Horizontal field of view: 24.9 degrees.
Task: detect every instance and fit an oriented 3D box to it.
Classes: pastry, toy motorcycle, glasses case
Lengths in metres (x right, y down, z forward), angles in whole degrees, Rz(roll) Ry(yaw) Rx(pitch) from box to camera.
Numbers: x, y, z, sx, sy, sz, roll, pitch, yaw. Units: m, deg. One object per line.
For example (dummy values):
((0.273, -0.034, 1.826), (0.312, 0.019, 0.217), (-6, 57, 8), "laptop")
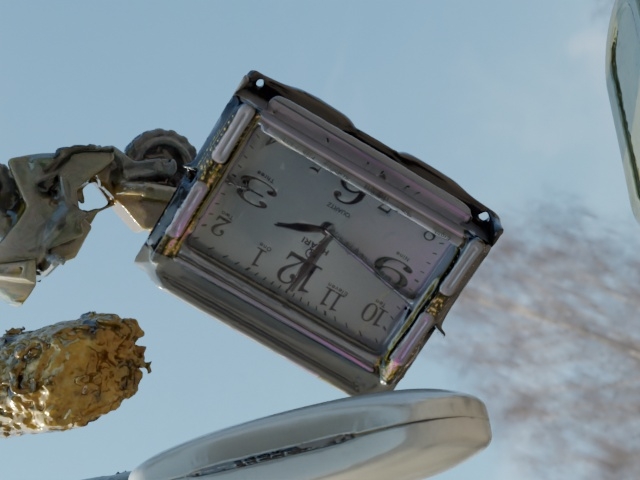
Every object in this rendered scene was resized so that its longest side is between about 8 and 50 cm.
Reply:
((-0.154, 0.074, 0.757), (0.080, 0.140, 0.056), (-37, -76, -40), "pastry")
((-0.203, -0.019, 1.200), (0.229, 0.094, 0.129), (-10, -96, -24), "toy motorcycle")
((-0.010, 0.133, 0.880), (0.092, 0.233, 0.059), (19, -123, -61), "glasses case")

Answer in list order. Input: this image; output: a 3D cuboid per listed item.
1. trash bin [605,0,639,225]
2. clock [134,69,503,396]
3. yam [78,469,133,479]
((0.353, -0.101, 1.083), (0.121, 0.247, 0.243), (96, 177, -48), "trash bin")
((0.000, 0.000, 1.167), (0.186, 0.253, 0.083), (-57, 8, 18), "clock")
((-0.157, 0.268, 1.393), (0.106, 0.259, 0.106), (31, -127, -54), "yam")
